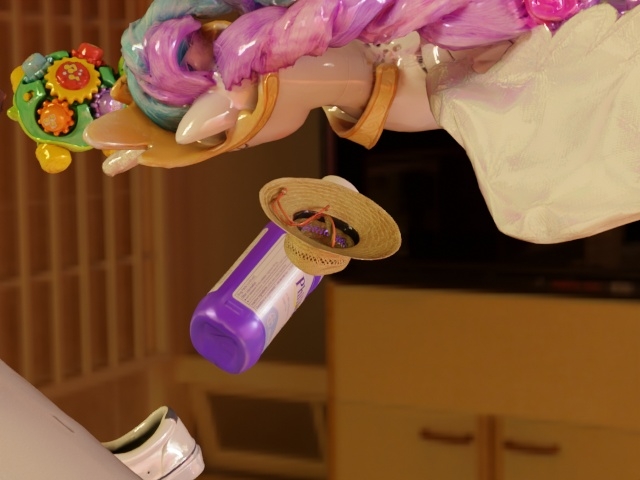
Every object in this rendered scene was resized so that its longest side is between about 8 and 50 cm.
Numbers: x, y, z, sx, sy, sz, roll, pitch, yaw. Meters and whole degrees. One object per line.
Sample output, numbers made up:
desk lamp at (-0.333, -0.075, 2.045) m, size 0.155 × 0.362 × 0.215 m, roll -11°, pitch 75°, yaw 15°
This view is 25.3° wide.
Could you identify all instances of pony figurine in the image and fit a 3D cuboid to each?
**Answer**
pony figurine at (0.095, -0.119, 0.756) m, size 0.363 × 0.303 × 0.351 m, roll -6°, pitch 162°, yaw -45°

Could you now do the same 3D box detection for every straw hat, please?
straw hat at (0.000, 0.000, 1.373) m, size 0.144 × 0.061 × 0.144 m, roll 17°, pitch -151°, yaw -10°

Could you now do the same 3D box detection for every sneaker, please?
sneaker at (-0.252, 0.268, 1.539) m, size 0.258 × 0.091 × 0.094 m, roll -31°, pitch -164°, yaw -24°

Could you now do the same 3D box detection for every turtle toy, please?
turtle toy at (-0.176, -0.114, 1.093) m, size 0.130 × 0.095 × 0.066 m, roll -16°, pitch 156°, yaw -19°

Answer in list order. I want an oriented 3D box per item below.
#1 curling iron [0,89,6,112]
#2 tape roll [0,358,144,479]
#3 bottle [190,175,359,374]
curling iron at (-0.241, -0.016, 0.887) m, size 0.068 × 0.035 × 0.274 m, roll -18°, pitch -150°, yaw 19°
tape roll at (-0.229, 0.209, 0.870) m, size 0.169 × 0.246 × 0.246 m, roll 35°, pitch -159°, yaw 23°
bottle at (-0.047, 0.033, 1.747) m, size 0.092 × 0.118 × 0.283 m, roll 33°, pitch -124°, yaw 11°
